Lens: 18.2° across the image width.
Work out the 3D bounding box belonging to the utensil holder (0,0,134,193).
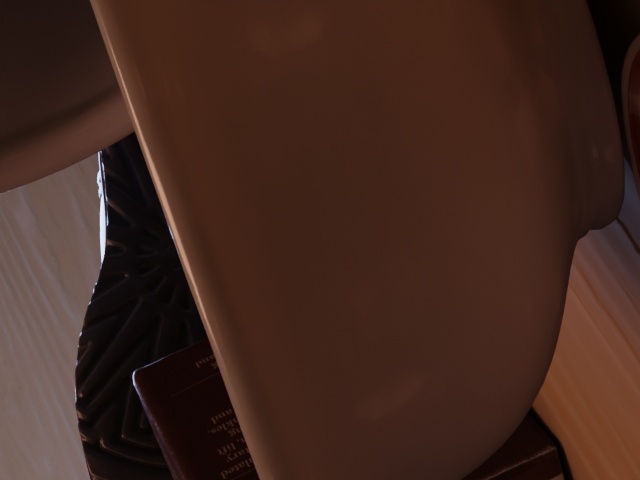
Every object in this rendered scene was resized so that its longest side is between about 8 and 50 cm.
[{"bbox_3d":[-0.240,-0.255,1.057,0.327,0.327,0.385,86,161,-70],"label":"utensil holder"}]

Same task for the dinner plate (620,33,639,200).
[{"bbox_3d":[0.120,0.006,0.533,0.141,0.017,0.141,62,172,16],"label":"dinner plate"}]

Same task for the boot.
[{"bbox_3d":[-0.096,0.083,1.507,0.445,0.146,0.367,101,171,-71],"label":"boot"}]

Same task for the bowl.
[{"bbox_3d":[0.008,-0.050,0.625,0.298,0.134,0.298,161,90,-88],"label":"bowl"}]

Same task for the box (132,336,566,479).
[{"bbox_3d":[0.025,0.146,1.042,0.203,0.168,0.167,-124,13,-54],"label":"box"}]
